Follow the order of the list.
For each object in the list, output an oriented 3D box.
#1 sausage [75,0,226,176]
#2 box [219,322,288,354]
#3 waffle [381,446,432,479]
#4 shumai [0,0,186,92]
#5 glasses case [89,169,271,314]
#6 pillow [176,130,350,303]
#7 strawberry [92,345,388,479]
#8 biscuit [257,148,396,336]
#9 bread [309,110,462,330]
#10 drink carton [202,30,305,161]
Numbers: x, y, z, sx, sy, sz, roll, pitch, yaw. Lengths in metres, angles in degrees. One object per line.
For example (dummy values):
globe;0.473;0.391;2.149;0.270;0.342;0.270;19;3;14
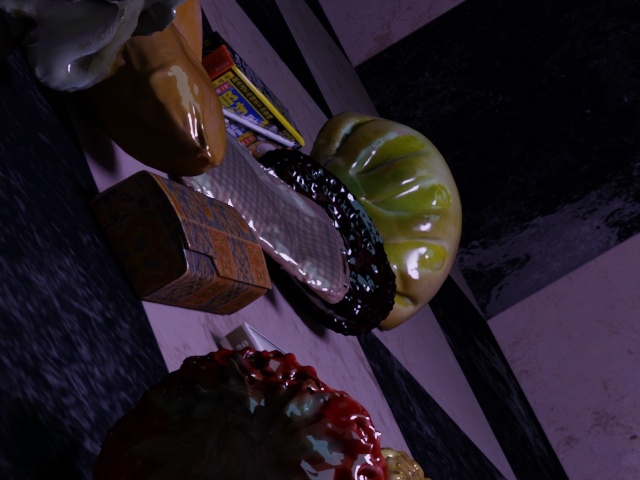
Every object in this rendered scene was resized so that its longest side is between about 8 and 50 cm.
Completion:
sausage;-0.140;-0.167;1.355;0.354;0.116;0.134;-107;179;-49
box;-0.004;0.157;1.305;0.198;0.029;0.109;63;9;24
waffle;0.092;0.249;1.529;0.191;0.038;0.191;57;9;-14
shumai;-0.155;-0.218;1.136;0.218;0.256;0.189;98;-3;-53
glasses case;-0.088;0.003;1.272;0.075;0.049;0.218;60;8;10
pillow;-0.052;-0.034;1.556;0.211;0.034;0.135;38;22;-32
strawberry;-0.038;0.110;0.856;0.086;0.145;0.145;69;-5;-60
biscuit;0.000;0.000;1.708;0.194;0.053;0.194;42;28;-28
bread;0.075;-0.045;2.096;0.260;0.156;0.158;62;7;25
drink carton;-0.081;-0.120;1.709;0.056;0.071;0.166;61;9;30
